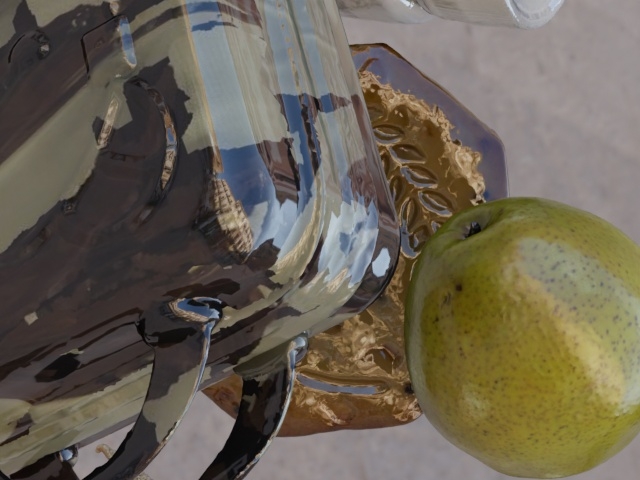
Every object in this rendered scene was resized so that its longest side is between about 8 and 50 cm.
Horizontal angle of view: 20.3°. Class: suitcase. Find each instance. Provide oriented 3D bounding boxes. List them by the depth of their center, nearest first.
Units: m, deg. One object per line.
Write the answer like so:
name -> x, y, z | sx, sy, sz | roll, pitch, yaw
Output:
suitcase -> -0.131, -0.003, 0.966 | 0.194, 0.351, 0.339 | 22, 46, -54

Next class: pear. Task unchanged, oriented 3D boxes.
pear -> 0.147, 0.063, 1.221 | 0.198, 0.198, 0.198 | 36, 46, -48

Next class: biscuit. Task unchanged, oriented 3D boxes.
biscuit -> 0.000, 0.000, 1.547 | 0.046, 0.359, 0.359 | -65, 136, -85

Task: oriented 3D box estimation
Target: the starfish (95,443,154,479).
starfish -> -0.193, 0.336, 2.155 | 0.231, 0.048, 0.295 | 47, 8, -2

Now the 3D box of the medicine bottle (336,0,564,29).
medicine bottle -> 0.045, -0.313, 1.676 | 0.211, 0.371, 0.211 | -28, 123, -53
